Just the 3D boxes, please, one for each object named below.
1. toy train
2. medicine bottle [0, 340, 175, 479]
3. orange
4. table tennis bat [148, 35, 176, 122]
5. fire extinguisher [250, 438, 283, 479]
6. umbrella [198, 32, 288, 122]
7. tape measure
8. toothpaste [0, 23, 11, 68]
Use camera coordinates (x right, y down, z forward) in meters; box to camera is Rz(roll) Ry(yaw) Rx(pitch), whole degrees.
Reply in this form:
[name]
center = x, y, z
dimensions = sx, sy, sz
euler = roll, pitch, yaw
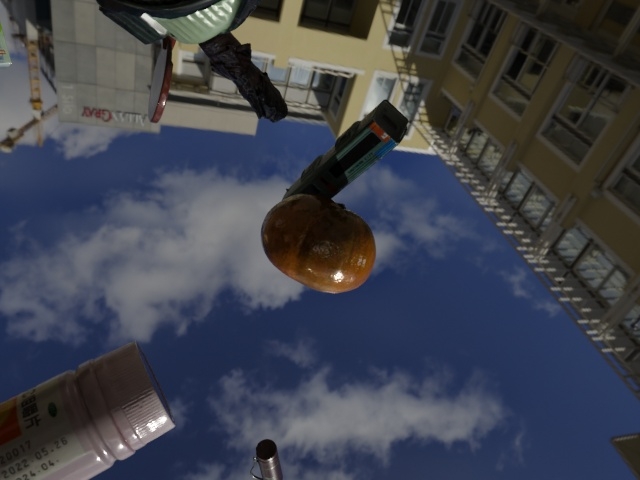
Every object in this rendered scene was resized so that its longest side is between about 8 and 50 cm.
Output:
[toy train]
center = 0.022, -0.149, 1.067
dimensions = 0.089, 0.409, 0.086
euler = 40, -130, -14
[medicine bottle]
center = -0.316, 0.234, 0.593
dimensions = 0.249, 0.133, 0.133
euler = -24, -129, -19
[orange]
center = 0.000, 0.000, 0.990
dimensions = 0.240, 0.171, 0.240
euler = 25, -168, -6
[table tennis bat]
center = -0.438, -0.478, 1.364
dimensions = 0.038, 0.310, 0.200
euler = 9, -158, -30
[fire extinguisher]
center = -0.111, 0.470, 1.019
dimensions = 0.078, 0.157, 0.045
euler = 2, -140, 8
[umbrella]
center = -0.184, -0.381, 1.074
dimensions = 0.094, 0.090, 0.326
euler = 35, 173, 48
[tape measure]
center = -0.121, -0.264, 0.442
dimensions = 0.115, 0.235, 0.207
euler = 24, -143, -56
[toothpaste]
center = -0.667, -0.495, 0.907
dimensions = 0.081, 0.337, 0.067
euler = -20, -160, -39
